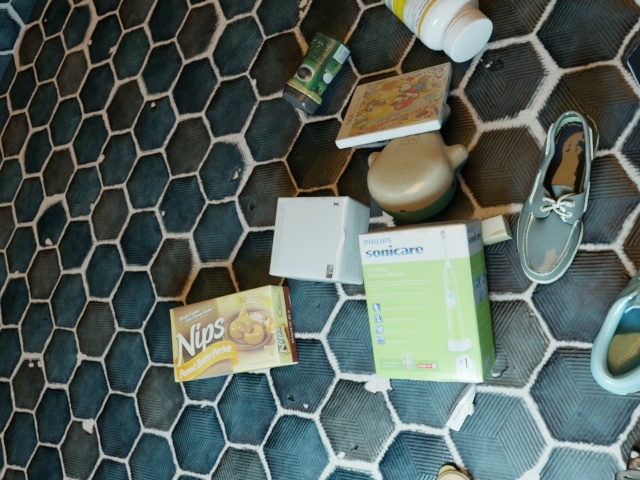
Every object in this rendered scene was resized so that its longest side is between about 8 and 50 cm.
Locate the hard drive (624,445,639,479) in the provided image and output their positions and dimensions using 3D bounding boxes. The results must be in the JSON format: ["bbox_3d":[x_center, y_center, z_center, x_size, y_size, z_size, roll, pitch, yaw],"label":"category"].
[{"bbox_3d":[0.617,0.482,0.802,0.339,0.064,0.236,14,89,31],"label":"hard drive"}]

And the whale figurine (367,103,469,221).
[{"bbox_3d":[0.206,-0.159,1.139,0.216,0.141,0.272,-2,56,31],"label":"whale figurine"}]

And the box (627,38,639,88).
[{"bbox_3d":[0.727,-0.158,0.625,0.472,0.297,0.479,-14,72,-1],"label":"box"}]

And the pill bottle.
[{"bbox_3d":[0.244,-0.492,1.153,0.136,0.136,0.245,-43,63,17],"label":"pill bottle"}]

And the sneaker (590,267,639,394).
[{"bbox_3d":[0.551,0.088,0.860,0.135,0.150,0.366,27,95,30],"label":"sneaker"}]

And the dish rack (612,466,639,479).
[{"bbox_3d":[0.515,0.477,0.782,0.208,0.074,0.271,3,83,30],"label":"dish rack"}]

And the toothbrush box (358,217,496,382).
[{"bbox_3d":[0.204,0.110,1.039,0.206,0.122,0.283,-6,95,30],"label":"toothbrush box"}]

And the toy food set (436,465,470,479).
[{"bbox_3d":[0.254,0.478,1.040,0.083,0.020,0.082,22,93,31],"label":"toy food set"}]

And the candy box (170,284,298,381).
[{"bbox_3d":[-0.216,0.228,1.322,0.316,0.087,0.183,-16,74,28],"label":"candy box"}]

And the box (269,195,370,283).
[{"bbox_3d":[0.000,0.000,1.219,0.182,0.119,0.181,2,82,31],"label":"box"}]

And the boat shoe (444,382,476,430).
[{"bbox_3d":[0.278,0.320,1.051,0.035,0.035,0.100,30,93,4],"label":"boat shoe"}]

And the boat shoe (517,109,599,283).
[{"bbox_3d":[0.425,-0.082,0.994,0.116,0.099,0.319,15,89,31],"label":"boat shoe"}]

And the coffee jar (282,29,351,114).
[{"bbox_3d":[-0.012,-0.402,1.321,0.096,0.079,0.184,37,99,28],"label":"coffee jar"}]

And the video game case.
[{"bbox_3d":[0.159,-0.289,1.172,0.227,0.026,0.206,-6,46,29],"label":"video game case"}]

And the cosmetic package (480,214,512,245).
[{"bbox_3d":[0.309,-0.011,1.073,0.115,0.060,0.041,-18,74,28],"label":"cosmetic package"}]
